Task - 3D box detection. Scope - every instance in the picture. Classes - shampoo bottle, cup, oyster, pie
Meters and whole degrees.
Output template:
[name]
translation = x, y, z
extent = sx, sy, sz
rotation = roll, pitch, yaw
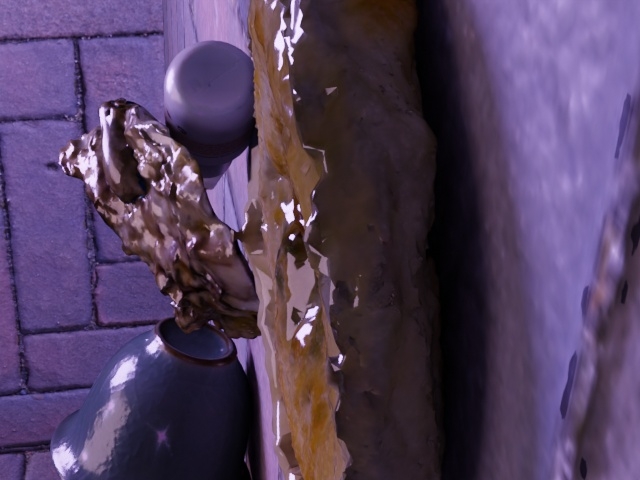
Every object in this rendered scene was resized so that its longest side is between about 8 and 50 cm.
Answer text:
[shampoo bottle]
translation = -0.089, -0.094, 0.879
extent = 0.192, 0.074, 0.074
rotation = 117, 149, -75
[cup]
translation = -0.138, 0.154, 1.026
extent = 0.199, 0.199, 0.150
rotation = -112, 40, -62
[oyster]
translation = -0.109, -0.011, 0.812
extent = 0.214, 0.083, 0.223
rotation = 53, 167, -3
[pie]
translation = 0.000, 0.000, 0.441
extent = 0.274, 0.055, 0.274
rotation = 177, 90, -81
